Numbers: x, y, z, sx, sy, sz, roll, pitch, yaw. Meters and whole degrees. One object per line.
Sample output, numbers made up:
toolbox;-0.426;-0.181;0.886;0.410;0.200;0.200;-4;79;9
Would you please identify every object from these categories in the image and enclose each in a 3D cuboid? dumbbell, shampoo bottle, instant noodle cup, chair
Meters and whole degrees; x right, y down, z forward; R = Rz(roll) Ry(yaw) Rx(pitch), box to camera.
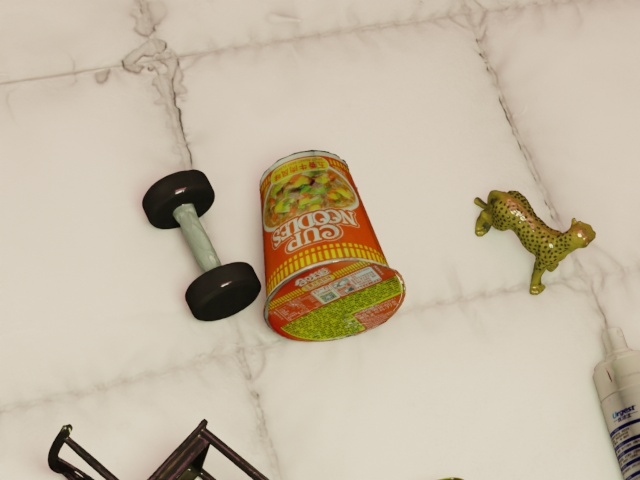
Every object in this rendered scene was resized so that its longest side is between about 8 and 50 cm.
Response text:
dumbbell;-0.161;0.006;1.725;0.100;0.100;0.191;-19;64;-20
shampoo bottle;0.426;0.255;1.691;0.092;0.092;0.303;-5;60;-13
instant noodle cup;0.000;0.000;1.725;0.193;0.193;0.212;-4;53;-13
chair;-0.180;0.293;1.527;0.260;0.154;0.141;39;60;10

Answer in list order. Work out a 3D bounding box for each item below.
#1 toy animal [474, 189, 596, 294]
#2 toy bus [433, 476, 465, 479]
toy animal;0.288;-0.024;1.802;0.073;0.136;0.181;-34;70;-25
toy bus;0.172;0.432;1.473;0.145;0.151;0.331;-17;41;-14
